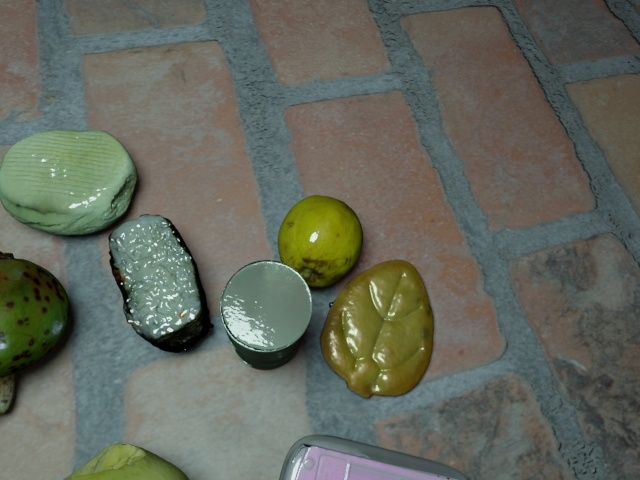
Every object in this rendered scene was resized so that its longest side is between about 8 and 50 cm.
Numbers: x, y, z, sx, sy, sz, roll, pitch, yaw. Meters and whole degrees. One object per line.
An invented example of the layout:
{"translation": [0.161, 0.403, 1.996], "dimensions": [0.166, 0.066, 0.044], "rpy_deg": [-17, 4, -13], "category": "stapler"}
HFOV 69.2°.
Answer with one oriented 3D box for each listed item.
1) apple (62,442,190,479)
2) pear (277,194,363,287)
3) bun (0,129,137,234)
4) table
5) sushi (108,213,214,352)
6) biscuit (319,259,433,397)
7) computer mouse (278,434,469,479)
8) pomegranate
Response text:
{"translation": [-0.277, 0.396, 0.564], "dimensions": [0.278, 0.279, 0.279], "rpy_deg": [3, 67, -7], "category": "apple"}
{"translation": [0.000, 0.000, 0.815], "dimensions": [0.148, 0.149, 0.162], "rpy_deg": [20, 62, 1], "category": "pear"}
{"translation": [-0.434, -0.098, 0.819], "dimensions": [0.221, 0.108, 0.221], "rpy_deg": [3, 59, -5], "category": "bun"}
{"translation": [-0.082, 0.124, 0.711], "dimensions": [0.126, 0.220, 0.127], "rpy_deg": [3, 69, -7], "category": "table"}
{"translation": [-0.258, 0.071, 0.759], "dimensions": [0.124, 0.127, 0.225], "rpy_deg": [-24, 65, -16], "category": "sushi"}
{"translation": [0.111, 0.148, 0.825], "dimensions": [0.202, 0.041, 0.260], "rpy_deg": [24, 68, 3], "category": "biscuit"}
{"translation": [0.087, 0.398, 0.700], "dimensions": [0.310, 0.072, 0.158], "rpy_deg": [14, 65, -2], "category": "computer mouse"}
{"translation": [-0.476, 0.138, 0.675], "dimensions": [0.202, 0.202, 0.248], "rpy_deg": [6, 93, -5], "category": "pomegranate"}
